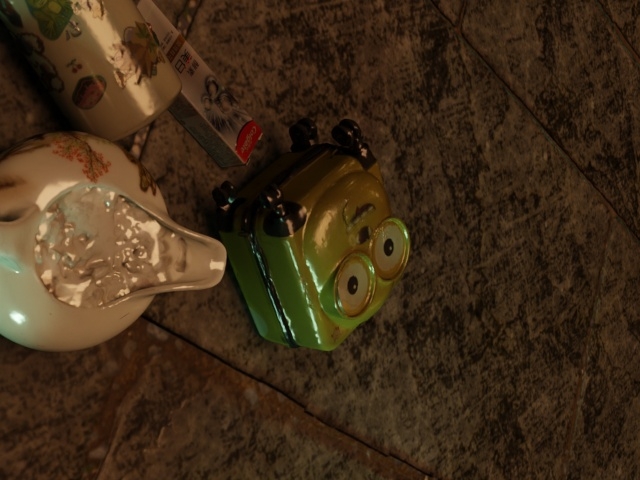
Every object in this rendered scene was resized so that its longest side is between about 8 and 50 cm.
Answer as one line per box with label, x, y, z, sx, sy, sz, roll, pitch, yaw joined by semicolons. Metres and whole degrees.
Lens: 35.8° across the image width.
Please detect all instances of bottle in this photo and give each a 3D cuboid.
bottle;-0.242;-0.220;0.934;0.120;0.120;0.253;-52;123;-37

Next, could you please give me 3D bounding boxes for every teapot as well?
teapot;-0.233;0.003;0.899;0.298;0.139;0.204;1;98;-44

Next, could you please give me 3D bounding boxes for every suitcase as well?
suitcase;0.000;0.000;1.156;0.194;0.143;0.235;-45;128;-39

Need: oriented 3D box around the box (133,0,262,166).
box;-0.148;-0.171;1.092;0.218;0.039;0.055;48;53;-36
